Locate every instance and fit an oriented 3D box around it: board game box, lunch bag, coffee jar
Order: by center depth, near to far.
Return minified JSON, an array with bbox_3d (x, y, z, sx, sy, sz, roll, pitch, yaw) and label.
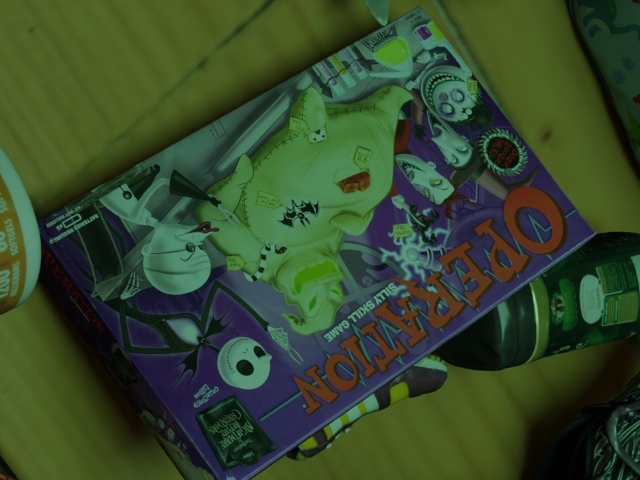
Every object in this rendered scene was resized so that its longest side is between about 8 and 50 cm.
[{"bbox_3d":[0.000,0.000,1.304,0.347,0.056,0.208,-33,86,-32],"label":"board game box"},{"bbox_3d":[0.167,0.044,1.451,0.184,0.096,0.079,-10,98,-36],"label":"coffee jar"},{"bbox_3d":[0.297,-0.131,1.498,0.090,0.176,0.219,-36,112,-32],"label":"lunch bag"}]

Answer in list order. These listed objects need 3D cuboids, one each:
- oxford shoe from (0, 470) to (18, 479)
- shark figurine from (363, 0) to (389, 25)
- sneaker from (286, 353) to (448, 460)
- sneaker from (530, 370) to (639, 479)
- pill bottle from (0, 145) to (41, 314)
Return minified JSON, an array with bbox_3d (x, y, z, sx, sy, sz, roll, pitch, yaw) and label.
[{"bbox_3d":[-0.190,0.213,1.169,0.364,0.130,0.132,37,77,-30],"label":"oxford shoe"},{"bbox_3d":[0.125,-0.226,1.388,0.278,0.116,0.166,12,64,-32],"label":"shark figurine"},{"bbox_3d":[0.003,0.107,1.354,0.185,0.069,0.084,5,96,-31],"label":"sneaker"},{"bbox_3d":[0.249,0.139,1.460,0.112,0.121,0.299,35,91,-28],"label":"sneaker"},{"bbox_3d":[-0.275,0.017,1.104,0.216,0.121,0.121,-24,104,-34],"label":"pill bottle"}]
